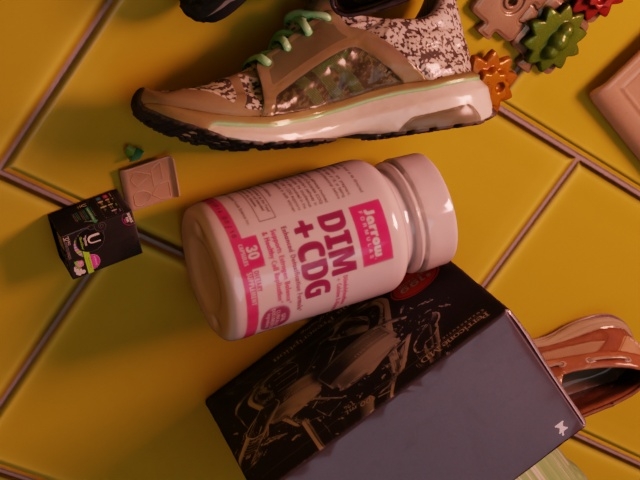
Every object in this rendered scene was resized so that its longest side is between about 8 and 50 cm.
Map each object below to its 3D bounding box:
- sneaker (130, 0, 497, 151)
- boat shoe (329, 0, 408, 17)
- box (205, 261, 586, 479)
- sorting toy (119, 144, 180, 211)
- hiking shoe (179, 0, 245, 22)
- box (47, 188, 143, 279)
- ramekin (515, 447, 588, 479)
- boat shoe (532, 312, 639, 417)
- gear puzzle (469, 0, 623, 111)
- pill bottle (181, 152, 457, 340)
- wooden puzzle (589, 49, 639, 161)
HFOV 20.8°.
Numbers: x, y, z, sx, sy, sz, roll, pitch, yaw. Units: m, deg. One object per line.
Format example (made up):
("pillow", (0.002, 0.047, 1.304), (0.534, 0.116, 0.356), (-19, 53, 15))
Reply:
("sneaker", (-0.012, -0.193, 1.885), (0.410, 0.158, 0.182), (-7, 91, -23))
("boat shoe", (0.114, -0.302, 1.739), (0.103, 0.092, 0.285), (44, 136, -19))
("box", (0.076, 0.197, 2.012), (0.343, 0.312, 0.179), (-37, 111, -3))
("sorting toy", (-0.189, -0.074, 1.912), (0.062, 0.012, 0.083), (-17, 130, -12))
("hiking shoe", (-0.016, -0.324, 1.784), (0.304, 0.113, 0.132), (-44, 142, 12))
("box", (-0.245, -0.007, 1.899), (0.083, 0.052, 0.062), (-22, 129, -16))
("ramekin", (0.162, 0.315, 2.108), (0.303, 0.303, 0.148), (-34, 108, -5))
("boat shoe", (0.280, 0.200, 2.269), (0.324, 0.116, 0.123), (-25, 128, -8))
("gear puzzle", (0.268, -0.278, 2.006), (0.175, 0.044, 0.339), (33, 101, -39))
("pill bottle", (0.000, 0.000, 1.966), (0.283, 0.160, 0.160), (-17, 126, -19))
("wooden puzzle", (0.470, -0.201, 2.172), (0.238, 0.044, 0.221), (-41, 130, 7))
